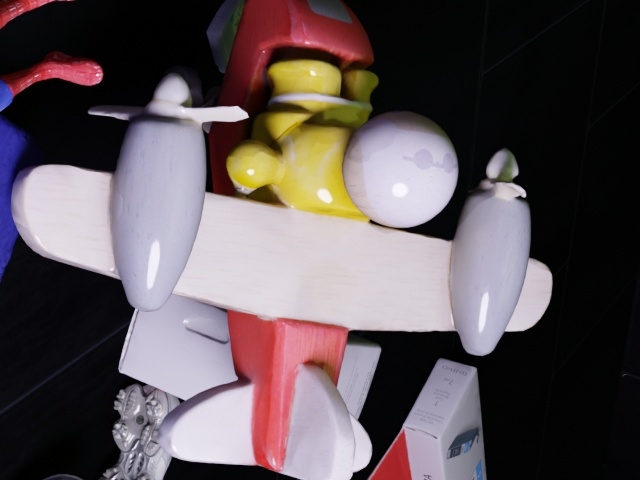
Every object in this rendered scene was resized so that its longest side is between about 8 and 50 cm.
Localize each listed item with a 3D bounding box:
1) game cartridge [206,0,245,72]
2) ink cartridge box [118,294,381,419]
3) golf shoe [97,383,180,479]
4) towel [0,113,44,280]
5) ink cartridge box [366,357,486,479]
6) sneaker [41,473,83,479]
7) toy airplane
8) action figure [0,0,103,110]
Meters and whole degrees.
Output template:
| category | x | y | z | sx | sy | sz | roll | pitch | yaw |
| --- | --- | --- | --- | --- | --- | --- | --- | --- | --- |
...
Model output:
| category | x | y | z | sx | sy | sz | roll | pitch | yaw |
| --- | --- | --- | --- | --- | --- | --- | --- | --- | --- |
| game cartridge | -0.074 | -0.200 | 1.284 | 0.083 | 0.017 | 0.056 | -56 | 146 | -32 |
| ink cartridge box | -0.063 | 0.110 | 1.330 | 0.219 | 0.160 | 0.093 | 13 | 95 | -64 |
| golf shoe | -0.166 | 0.221 | 1.305 | 0.176 | 0.069 | 0.086 | -71 | 161 | -1 |
| towel | -0.301 | 0.040 | 0.916 | 0.227 | 0.076 | 0.308 | 48 | 62 | -69 |
| ink cartridge box | 0.157 | 0.361 | 2.048 | 0.261 | 0.066 | 0.296 | -55 | 149 | -35 |
| sneaker | -0.275 | 0.268 | 1.054 | 0.295 | 0.123 | 0.178 | -55 | 159 | -31 |
| toy airplane | 0.000 | 0.000 | 1.090 | 0.384 | 0.272 | 0.386 | 52 | 48 | -9 |
| action figure | -0.210 | -0.068 | 0.785 | 0.280 | 0.139 | 0.091 | -38 | 128 | -42 |
